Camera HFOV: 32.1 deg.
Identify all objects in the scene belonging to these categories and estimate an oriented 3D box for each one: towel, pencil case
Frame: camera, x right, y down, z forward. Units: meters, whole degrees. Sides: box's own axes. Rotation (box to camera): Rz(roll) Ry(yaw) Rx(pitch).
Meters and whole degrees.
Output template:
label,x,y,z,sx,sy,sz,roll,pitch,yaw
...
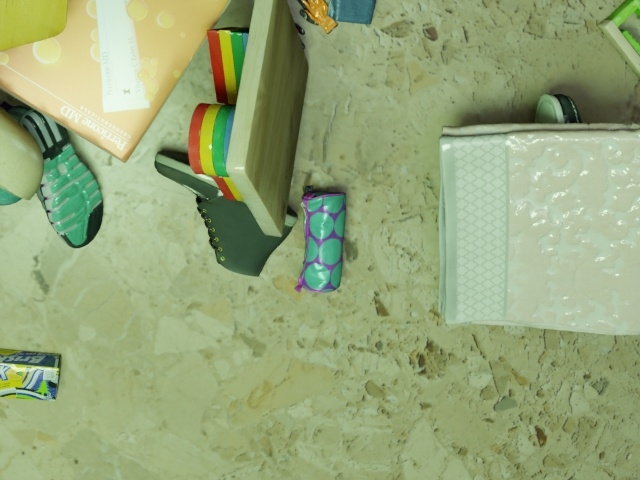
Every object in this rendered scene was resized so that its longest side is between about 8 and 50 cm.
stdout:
label,x,y,z,sx,sy,sz,roll,pitch,yaw
towel,0.050,-0.362,1.547,0.067,0.029,0.119,4,102,-22
towel,0.326,-0.012,1.595,0.317,0.053,0.332,1,121,9
pencil case,0.000,0.000,1.621,0.070,0.064,0.152,-5,106,-25

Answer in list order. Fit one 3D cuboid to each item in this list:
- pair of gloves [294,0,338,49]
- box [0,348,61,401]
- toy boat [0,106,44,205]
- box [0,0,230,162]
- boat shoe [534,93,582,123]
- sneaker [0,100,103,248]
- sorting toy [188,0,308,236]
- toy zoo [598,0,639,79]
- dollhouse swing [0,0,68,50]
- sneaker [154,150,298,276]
label,x,y,z,sx,sy,sz,roll,pitch,yaw
pair of gloves,-0.025,-0.307,1.562,0.083,0.010,0.074,-37,108,2
box,-0.460,0.190,1.594,0.169,0.059,0.054,7,105,-12
toy boat,-0.483,-0.145,1.382,0.148,0.318,0.267,-48,132,-2
box,-0.252,-0.310,1.439,0.215,0.168,0.345,31,98,-16
boat shoe,0.385,-0.083,1.648,0.091,0.114,0.302,-16,119,-5
sneaker,-0.372,-0.094,1.538,0.083,0.098,0.224,-36,133,-29
sorting toy,-0.094,-0.167,1.431,0.089,0.255,0.257,6,73,10
toy zoo,0.578,-0.347,1.646,0.293,0.030,0.192,-43,107,3
dollhouse swing,-0.268,-0.436,1.287,0.305,0.315,0.347,-5,63,-17
sneaker,-0.152,-0.034,1.576,0.222,0.083,0.118,28,102,-14
